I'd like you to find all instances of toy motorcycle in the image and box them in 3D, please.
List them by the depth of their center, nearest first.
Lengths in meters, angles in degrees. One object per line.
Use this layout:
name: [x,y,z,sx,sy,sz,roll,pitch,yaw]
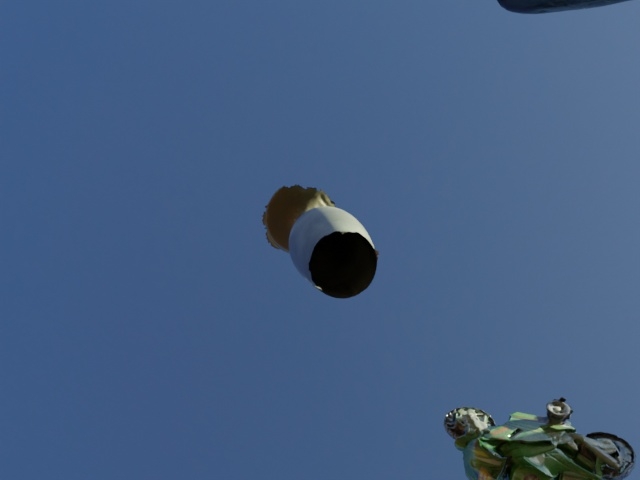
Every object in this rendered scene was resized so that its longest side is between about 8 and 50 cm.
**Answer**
toy motorcycle: [0.210,0.210,1.091,0.190,0.106,0.074,11,-58,11]

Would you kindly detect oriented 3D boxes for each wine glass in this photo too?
wine glass: [0.000,0.000,0.910,0.074,0.262,0.074,-1,-81,-8]

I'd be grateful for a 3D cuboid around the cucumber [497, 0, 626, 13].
cucumber: [0.221,-0.217,0.752,0.244,0.063,0.115,-22,-84,24]
